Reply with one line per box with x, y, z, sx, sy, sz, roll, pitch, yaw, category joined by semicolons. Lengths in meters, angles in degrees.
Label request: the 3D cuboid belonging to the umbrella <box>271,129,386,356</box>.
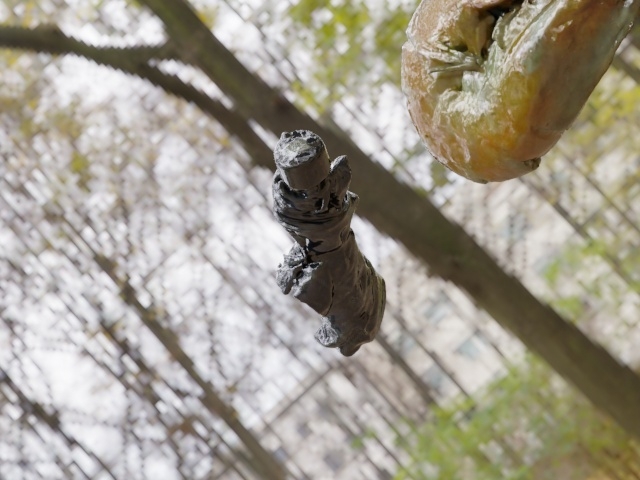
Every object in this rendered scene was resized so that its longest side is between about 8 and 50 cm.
-0.002;0.002;1.156;0.224;0.071;0.080;73;-158;-54;umbrella

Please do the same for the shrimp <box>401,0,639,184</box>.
0.111;-0.119;0.870;0.051;0.115;0.217;-40;-11;-47;shrimp
